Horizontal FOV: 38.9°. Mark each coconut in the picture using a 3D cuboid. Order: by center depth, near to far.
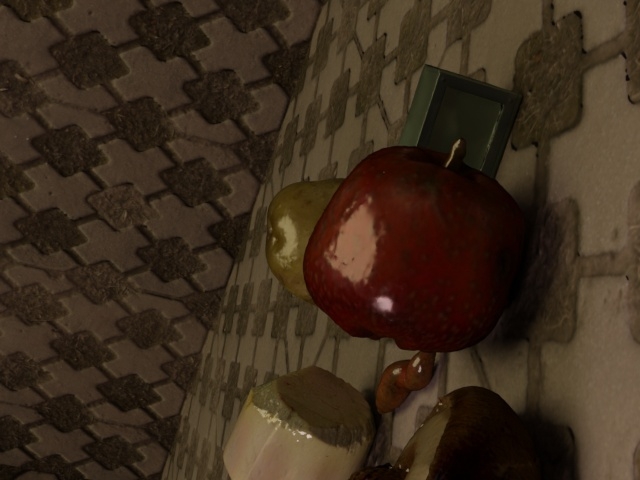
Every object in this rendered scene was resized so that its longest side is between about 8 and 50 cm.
[{"bbox_3d":[-0.040,0.353,1.522,0.239,0.239,0.244,-104,34,-63],"label":"coconut"}]

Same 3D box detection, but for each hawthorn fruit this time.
[{"bbox_3d":[0.122,0.006,1.143,0.275,0.275,0.300,-107,34,-65],"label":"hawthorn fruit"}]

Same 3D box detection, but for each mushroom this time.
[{"bbox_3d":[0.130,0.300,0.979,0.297,0.163,0.278,-60,13,-20],"label":"mushroom"}]

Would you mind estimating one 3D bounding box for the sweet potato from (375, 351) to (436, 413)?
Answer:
[{"bbox_3d":[0.123,0.213,1.376,0.055,0.058,0.202,-60,1,-36],"label":"sweet potato"}]

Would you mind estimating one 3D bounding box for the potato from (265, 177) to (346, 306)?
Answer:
[{"bbox_3d":[0.000,0.000,1.766,0.242,0.242,0.286,-175,96,-76],"label":"potato"}]

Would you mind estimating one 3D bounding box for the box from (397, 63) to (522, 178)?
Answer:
[{"bbox_3d":[0.185,-0.125,1.312,0.086,0.129,0.225,-120,46,-71],"label":"box"}]
